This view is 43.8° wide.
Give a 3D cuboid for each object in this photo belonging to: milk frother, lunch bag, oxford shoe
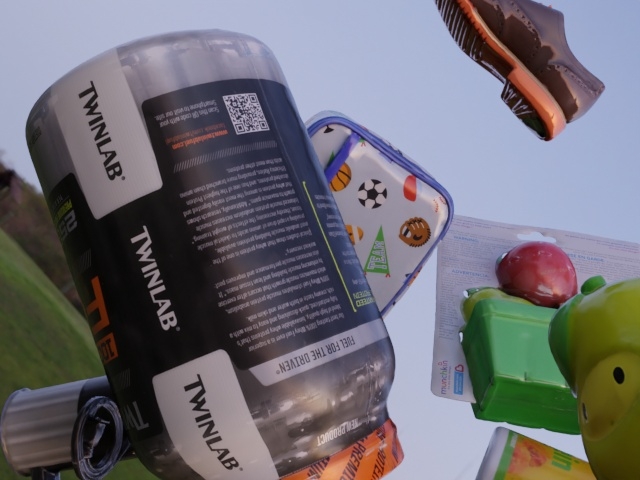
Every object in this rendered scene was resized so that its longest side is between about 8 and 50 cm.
[{"bbox_3d":[-0.225,0.171,0.715,0.143,0.135,0.129,64,16,-51],"label":"milk frother"},{"bbox_3d":[0.000,0.000,1.013,0.243,0.303,0.115,34,10,-15],"label":"lunch bag"},{"bbox_3d":[0.217,-0.247,0.920,0.271,0.098,0.097,54,0,2],"label":"oxford shoe"}]

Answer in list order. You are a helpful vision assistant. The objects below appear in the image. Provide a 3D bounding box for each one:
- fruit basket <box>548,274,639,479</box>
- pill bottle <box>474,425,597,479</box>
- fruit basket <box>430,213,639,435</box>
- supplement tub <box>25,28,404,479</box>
[{"bbox_3d":[0.311,0.183,0.561,0.392,0.283,0.392,18,-50,23],"label":"fruit basket"},{"bbox_3d":[0.310,0.337,0.977,0.246,0.136,0.136,20,-27,14],"label":"pill bottle"},{"bbox_3d":[0.322,0.108,1.143,0.327,0.353,0.165,9,-51,1],"label":"fruit basket"},{"bbox_3d":[-0.073,0.033,0.604,0.207,0.207,0.338,133,-63,-71],"label":"supplement tub"}]
